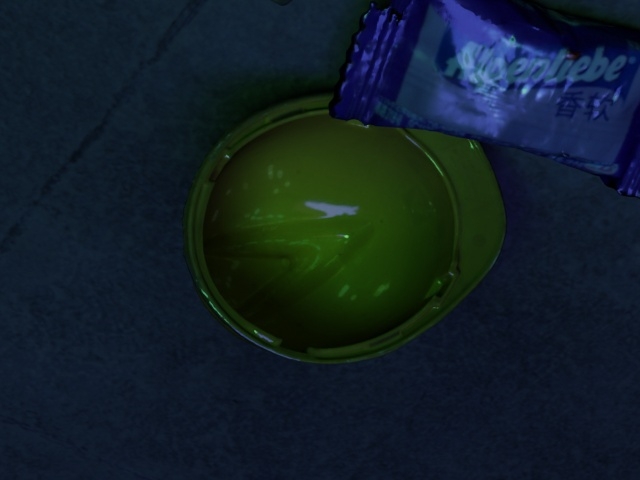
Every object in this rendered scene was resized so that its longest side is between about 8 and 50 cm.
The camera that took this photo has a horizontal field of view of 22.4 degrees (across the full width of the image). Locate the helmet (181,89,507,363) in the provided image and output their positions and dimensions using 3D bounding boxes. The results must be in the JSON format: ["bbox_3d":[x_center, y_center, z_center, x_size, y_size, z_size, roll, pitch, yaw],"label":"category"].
[{"bbox_3d":[0.000,0.000,1.256,0.257,0.205,0.140,-21,174,-24],"label":"helmet"}]

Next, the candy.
[{"bbox_3d":[0.152,-0.115,1.197,0.275,0.070,0.145,14,126,-13],"label":"candy"}]

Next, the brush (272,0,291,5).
[{"bbox_3d":[0.019,-0.229,1.119,0.034,0.027,0.190,31,134,-22],"label":"brush"}]
